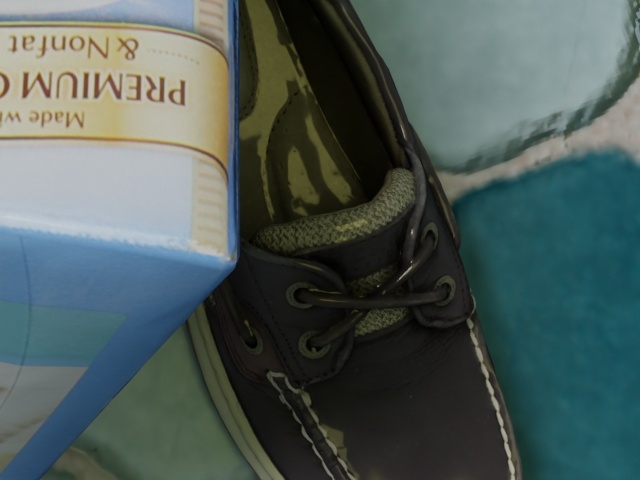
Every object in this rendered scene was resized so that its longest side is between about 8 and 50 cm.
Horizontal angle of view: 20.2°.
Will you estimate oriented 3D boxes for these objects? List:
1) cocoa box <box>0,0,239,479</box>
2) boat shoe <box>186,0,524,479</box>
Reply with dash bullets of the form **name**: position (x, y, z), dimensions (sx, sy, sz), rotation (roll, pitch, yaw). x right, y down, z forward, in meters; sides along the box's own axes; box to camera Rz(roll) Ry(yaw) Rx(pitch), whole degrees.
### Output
- **cocoa box**: position (-0.217, -0.073, 0.497), dimensions (0.347, 0.231, 0.228), rotation (8, 64, -21)
- **boat shoe**: position (0.000, 0.000, 0.660), dimensions (0.103, 0.092, 0.285), rotation (-22, 89, -19)
